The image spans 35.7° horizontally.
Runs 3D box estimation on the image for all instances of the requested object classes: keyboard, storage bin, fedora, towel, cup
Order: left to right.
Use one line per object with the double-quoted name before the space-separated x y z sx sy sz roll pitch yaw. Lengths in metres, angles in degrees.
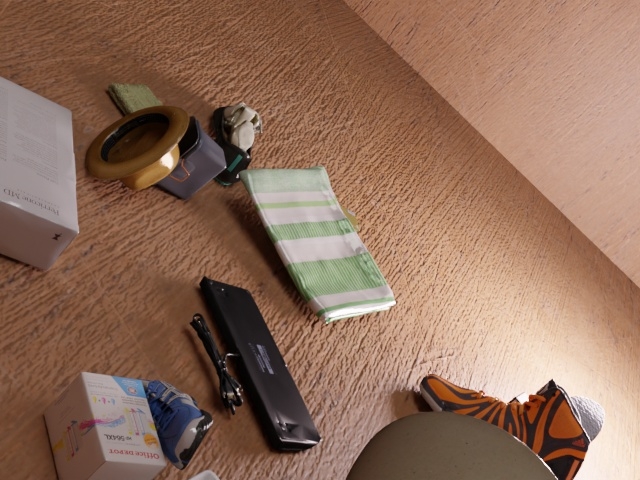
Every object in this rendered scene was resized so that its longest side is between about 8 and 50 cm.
"fedora" -0.296 -0.146 1.664 0.194 0.194 0.079 -99 169 -52
"towel" -0.330 -0.239 1.873 0.148 0.027 0.110 53 27 15
"storage bin" -0.233 -0.133 1.746 0.091 0.135 0.098 37 24 -38
"keyboard" -0.119 0.186 1.539 0.201 0.033 0.317 22 32 -51
"towel" 0.000 0.000 1.895 0.248 0.038 0.325 -7 65 -52
"cup" 0.134 0.416 1.250 0.331 0.331 0.237 48 33 8

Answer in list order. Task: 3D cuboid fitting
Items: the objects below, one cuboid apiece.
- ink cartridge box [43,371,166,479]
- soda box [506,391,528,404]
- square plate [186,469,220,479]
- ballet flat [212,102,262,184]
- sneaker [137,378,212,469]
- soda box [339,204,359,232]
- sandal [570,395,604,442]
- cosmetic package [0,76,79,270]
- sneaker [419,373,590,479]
"ink cartridge box" -0.254 0.243 1.179 0.092 0.090 0.143 17 36 -44
"soda box" 0.442 0.395 2.032 0.169 0.053 0.060 53 27 16
"square plate" -0.127 0.453 1.101 0.344 0.049 0.347 51 26 13
"ballet flat" -0.163 -0.212 2.000 0.095 0.096 0.280 32 28 -24
"sneaker" -0.194 0.225 1.245 0.081 0.080 0.211 35 -10 -18
"soda box" -0.009 -0.057 2.034 0.181 0.061 0.058 29 30 -31
"sandal" 0.470 0.401 1.967 0.097 0.054 0.254 40 58 16
"cosmetic package" -0.522 -0.144 1.361 0.377 0.097 0.284 26 29 -34
"sneaker" 0.348 0.306 1.820 0.321 0.180 0.124 35 8 14
